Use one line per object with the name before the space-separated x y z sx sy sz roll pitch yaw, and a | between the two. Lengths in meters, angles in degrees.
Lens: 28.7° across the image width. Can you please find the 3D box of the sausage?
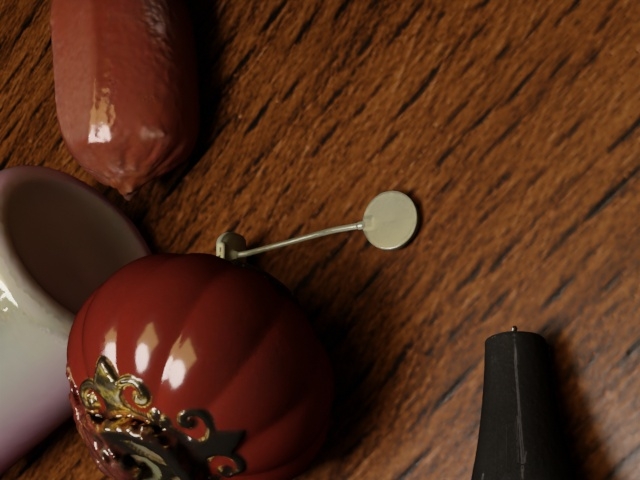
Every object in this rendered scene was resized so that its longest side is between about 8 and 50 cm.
sausage | -0.186 -0.165 1.211 0.148 0.148 0.254 -16 66 36

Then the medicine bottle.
medicine bottle | -0.347 0.120 1.222 0.388 0.219 0.219 -40 57 27

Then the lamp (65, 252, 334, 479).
lamp | -0.101 0.117 1.015 0.227 0.227 0.226 -10 73 38

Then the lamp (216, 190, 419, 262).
lamp | 0.000 0.000 1.091 0.198 0.056 0.050 -11 71 26

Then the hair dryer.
hair dryer | 0.226 0.160 0.853 0.272 0.091 0.235 -10 63 25
